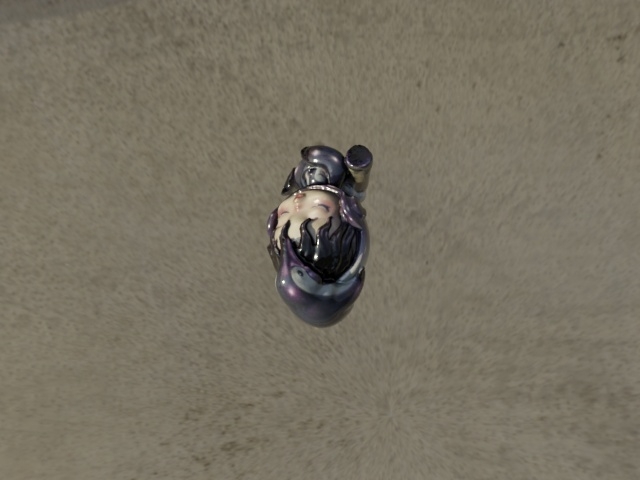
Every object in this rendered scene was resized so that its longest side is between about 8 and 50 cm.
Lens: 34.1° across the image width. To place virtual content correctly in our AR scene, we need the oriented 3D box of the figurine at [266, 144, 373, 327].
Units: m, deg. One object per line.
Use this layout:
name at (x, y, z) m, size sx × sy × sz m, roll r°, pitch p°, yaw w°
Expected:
figurine at (0.000, 0.000, 1.292) m, size 0.146 × 0.145 × 0.222 m, roll 11°, pitch 59°, yaw 6°
